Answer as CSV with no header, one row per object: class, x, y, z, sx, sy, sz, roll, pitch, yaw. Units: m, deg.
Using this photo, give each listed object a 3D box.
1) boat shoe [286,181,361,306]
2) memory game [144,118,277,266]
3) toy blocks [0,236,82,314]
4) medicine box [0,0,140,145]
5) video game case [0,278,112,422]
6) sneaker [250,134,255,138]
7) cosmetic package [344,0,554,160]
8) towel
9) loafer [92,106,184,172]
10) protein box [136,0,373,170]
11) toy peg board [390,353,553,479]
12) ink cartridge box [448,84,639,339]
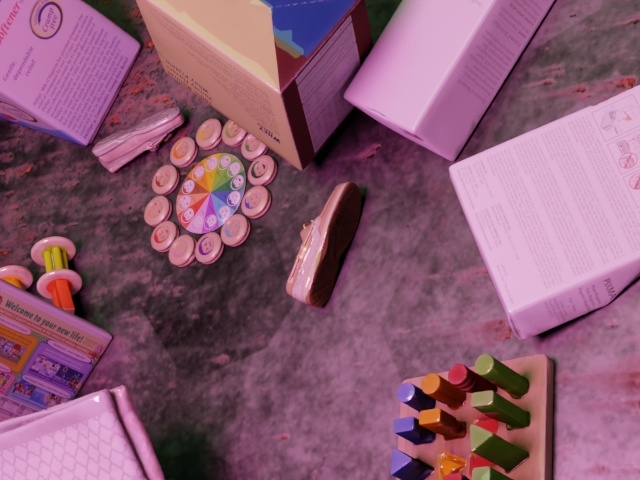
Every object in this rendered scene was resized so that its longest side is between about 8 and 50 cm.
boat shoe,0.000,0.000,1.910,0.045,0.050,0.135,14,77,37
memory game,-0.125,-0.056,2.067,0.186,0.012,0.186,-18,58,31
toy blocks,-0.322,0.084,2.121,0.123,0.054,0.148,-32,51,22
medicine box,-0.416,-0.260,2.216,0.263,0.289,0.149,19,80,43
video game case,-0.341,0.150,1.992,0.023,0.212,0.193,31,89,37
sneaker,-0.058,-0.171,2.031,0.061,0.053,0.152,-5,53,-10
cosmetic package,0.139,-0.209,1.889,0.117,0.085,0.231,33,91,44
towel,-0.276,0.330,1.853,0.332,0.053,0.317,-20,89,29
loafer,-0.206,-0.117,2.153,0.125,0.039,0.045,-22,22,25
protein box,-0.062,-0.211,1.910,0.200,0.201,0.136,36,77,17
toy peg board,0.123,0.182,1.695,0.161,0.079,0.161,-13,59,33
ink cartridge box,0.257,-0.034,1.737,0.232,0.066,0.189,-21,52,3
